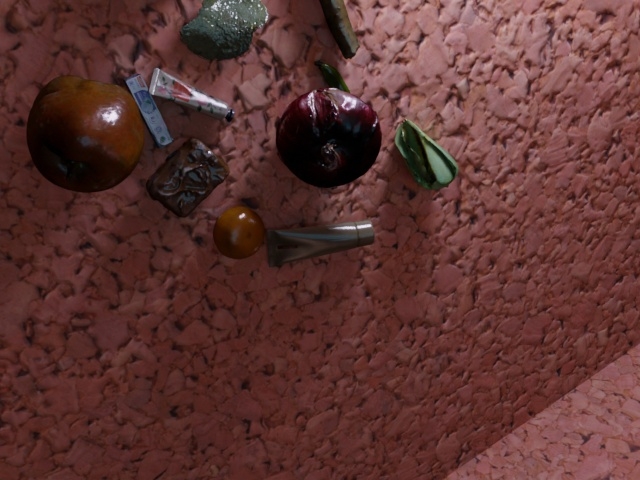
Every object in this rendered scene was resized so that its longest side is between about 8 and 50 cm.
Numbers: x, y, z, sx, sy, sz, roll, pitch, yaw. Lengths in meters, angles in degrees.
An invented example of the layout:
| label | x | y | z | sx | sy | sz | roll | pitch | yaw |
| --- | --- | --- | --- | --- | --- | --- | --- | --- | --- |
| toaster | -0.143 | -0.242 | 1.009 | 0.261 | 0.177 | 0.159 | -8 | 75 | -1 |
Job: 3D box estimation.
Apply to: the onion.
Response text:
| label | x | y | z | sx | sy | sz | roll | pitch | yaw |
| --- | --- | --- | --- | --- | --- | --- | --- | --- | --- |
| onion | 0.030 | -0.275 | 1.705 | 0.313 | 0.232 | 0.314 | -7 | 137 | -6 |

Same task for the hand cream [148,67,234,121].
| label | x | y | z | sx | sy | sz | roll | pitch | yaw |
| --- | --- | --- | --- | --- | --- | --- | --- | --- | --- |
| hand cream | -0.340 | -0.380 | 1.611 | 0.233 | 0.050 | 0.080 | 19 | 66 | -30 |

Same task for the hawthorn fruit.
| label | x | y | z | sx | sy | sz | roll | pitch | yaw |
| --- | --- | --- | --- | --- | --- | --- | --- | --- | --- |
| hawthorn fruit | -0.552 | -0.238 | 1.426 | 0.267 | 0.301 | 0.268 | -6 | 133 | -6 |

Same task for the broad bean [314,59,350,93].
| label | x | y | z | sx | sy | sz | roll | pitch | yaw |
| --- | --- | --- | --- | --- | --- | --- | --- | --- | --- |
| broad bean | 0.059 | -0.423 | 1.780 | 0.065 | 0.046 | 0.255 | -28 | 118 | -4 |

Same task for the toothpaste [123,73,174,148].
| label | x | y | z | sx | sy | sz | roll | pitch | yaw |
| --- | --- | --- | --- | --- | --- | --- | --- | --- | --- |
| toothpaste | -0.451 | -0.339 | 1.584 | 0.047 | 0.040 | 0.196 | -30 | 120 | -15 |

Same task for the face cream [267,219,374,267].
| label | x | y | z | sx | sy | sz | roll | pitch | yaw |
| --- | --- | --- | --- | --- | --- | --- | --- | --- | --- |
| face cream | 0.000 | 0.000 | 1.913 | 0.341 | 0.084 | 0.137 | -9 | 124 | -13 |

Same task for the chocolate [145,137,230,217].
| label | x | y | z | sx | sy | sz | roll | pitch | yaw |
| --- | --- | --- | --- | --- | --- | --- | --- | --- | --- |
| chocolate | -0.367 | -0.166 | 1.662 | 0.214 | 0.093 | 0.148 | -47 | 120 | 0 |

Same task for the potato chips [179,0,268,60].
| label | x | y | z | sx | sy | sz | roll | pitch | yaw |
| --- | --- | --- | --- | --- | --- | --- | --- | --- | --- |
| potato chips | -0.246 | -0.566 | 1.577 | 0.167 | 0.059 | 0.228 | 40 | 91 | -22 |

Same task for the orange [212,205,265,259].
| label | x | y | z | sx | sy | sz | roll | pitch | yaw |
| --- | --- | --- | --- | --- | --- | --- | --- | --- | --- |
| orange | -0.240 | -0.023 | 1.762 | 0.156 | 0.124 | 0.156 | -11 | 108 | -37 |

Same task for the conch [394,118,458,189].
| label | x | y | z | sx | sy | sz | roll | pitch | yaw |
| --- | --- | --- | --- | --- | --- | --- | --- | --- | --- |
| conch | 0.329 | -0.253 | 1.918 | 0.250 | 0.137 | 0.143 | 35 | 94 | -31 |

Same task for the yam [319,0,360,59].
| label | x | y | z | sx | sy | sz | roll | pitch | yaw |
| --- | --- | --- | --- | --- | --- | --- | --- | --- | --- |
| yam | 0.031 | -0.653 | 1.659 | 0.067 | 0.071 | 0.318 | -11 | 122 | 29 |
